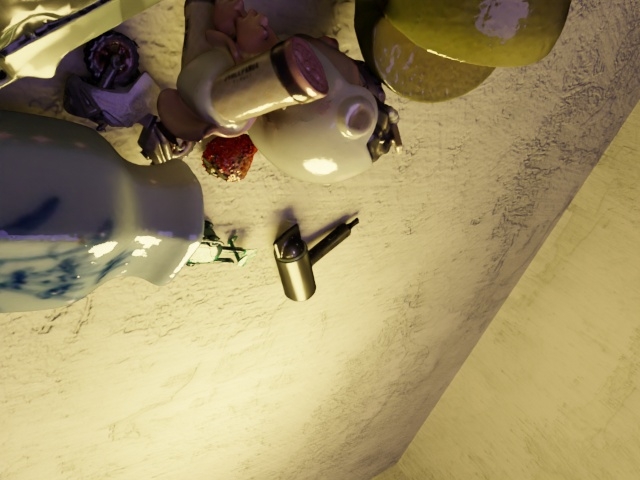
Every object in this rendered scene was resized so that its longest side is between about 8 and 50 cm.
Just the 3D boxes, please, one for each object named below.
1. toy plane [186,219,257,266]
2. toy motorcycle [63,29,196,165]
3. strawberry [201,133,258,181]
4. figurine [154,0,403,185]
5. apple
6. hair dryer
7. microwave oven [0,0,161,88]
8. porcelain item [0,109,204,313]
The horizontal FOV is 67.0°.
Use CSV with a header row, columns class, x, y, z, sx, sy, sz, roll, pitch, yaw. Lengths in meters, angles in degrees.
class,x,y,z,sx,sy,sz,roll,pitch,yaw
toy plane,-0.210,0.017,0.903,0.235,0.060,0.096,6,127,-44
toy motorcycle,-0.257,-0.171,0.664,0.122,0.080,0.215,-42,144,-10
strawberry,-0.147,-0.141,0.806,0.096,0.083,0.083,-38,144,-27
figurine,-0.046,-0.208,0.717,0.211,0.253,0.362,-45,154,25
apple,0.183,-0.334,0.669,0.254,0.292,0.291,-13,133,-21
hair dryer,0.000,0.000,1.106,0.248,0.078,0.195,-40,144,-26
microwave oven,-0.235,-0.315,0.373,0.355,0.218,0.286,-37,164,-15
porcelain item,-0.356,-0.027,0.566,0.406,0.178,0.242,1,148,-43
